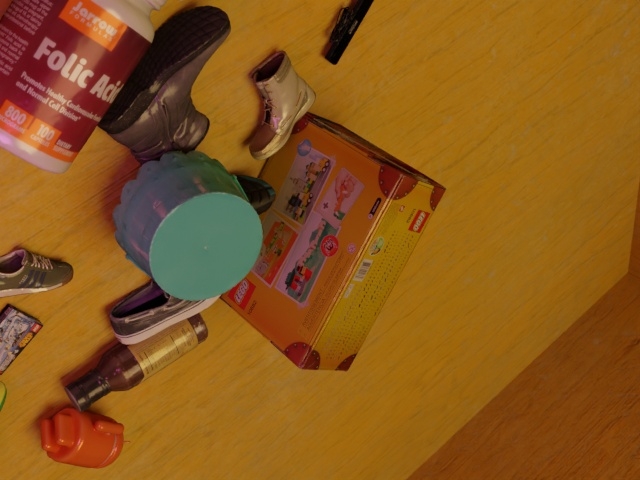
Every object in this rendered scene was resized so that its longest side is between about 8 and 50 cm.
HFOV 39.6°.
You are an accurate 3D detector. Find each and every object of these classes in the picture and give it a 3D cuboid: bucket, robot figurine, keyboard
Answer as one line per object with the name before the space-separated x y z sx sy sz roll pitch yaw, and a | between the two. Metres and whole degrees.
bucket | -0.260 -0.024 1.790 0.281 0.183 0.281 -15 125 -24
robot figurine | -0.548 0.460 2.061 0.158 0.128 0.219 -57 142 0
keyboard | 0.059 -0.503 2.051 0.192 0.038 0.100 -60 166 6

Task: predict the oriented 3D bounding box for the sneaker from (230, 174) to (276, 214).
sneaker | -0.257 -0.039 2.001 0.341 0.125 0.139 -23 138 -20

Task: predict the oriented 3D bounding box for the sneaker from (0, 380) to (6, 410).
sneaker | -0.733 0.412 1.861 0.295 0.109 0.123 -63 165 9

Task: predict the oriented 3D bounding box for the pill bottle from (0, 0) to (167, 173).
pill bottle | -0.421 -0.330 1.492 0.392 0.224 0.224 -56 143 3

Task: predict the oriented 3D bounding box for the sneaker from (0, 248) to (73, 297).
sneaker | -0.576 0.055 1.758 0.192 0.064 0.086 -12 132 -38

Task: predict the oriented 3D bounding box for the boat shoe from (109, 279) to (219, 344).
boat shoe | -0.346 0.120 2.038 0.301 0.108 0.102 -29 139 -20

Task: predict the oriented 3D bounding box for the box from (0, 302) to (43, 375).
box | -0.650 0.204 1.828 0.137 0.027 0.094 -50 142 -5

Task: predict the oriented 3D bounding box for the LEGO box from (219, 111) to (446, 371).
LEGO box | 0.000 0.000 2.088 0.193 0.372 0.500 13 109 -51

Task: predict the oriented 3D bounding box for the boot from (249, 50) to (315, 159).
boot | -0.113 -0.299 1.976 0.213 0.077 0.165 -53 144 -10

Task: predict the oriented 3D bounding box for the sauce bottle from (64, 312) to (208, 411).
sauce bottle | -0.427 0.272 2.061 0.344 0.111 0.111 -31 138 -25

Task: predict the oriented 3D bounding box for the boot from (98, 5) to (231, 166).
boot | -0.281 -0.296 1.784 0.338 0.118 0.223 -41 146 1
